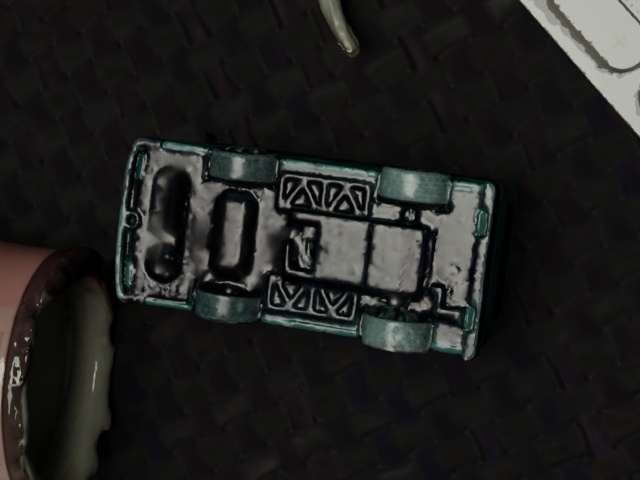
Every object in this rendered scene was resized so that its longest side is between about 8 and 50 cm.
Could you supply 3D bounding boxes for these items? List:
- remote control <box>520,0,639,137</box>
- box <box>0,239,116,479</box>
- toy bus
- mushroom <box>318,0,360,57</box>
[{"bbox_3d":[0.111,-0.129,0.725,0.077,0.022,0.245,-43,79,17],"label":"remote control"},{"bbox_3d":[-0.172,0.059,0.790,0.135,0.151,0.151,4,96,14],"label":"box"},{"bbox_3d":[0.000,0.000,0.742,0.160,0.092,0.079,8,95,15],"label":"toy bus"},{"bbox_3d":[-0.029,-0.232,0.767,0.068,0.043,0.306,-32,83,38],"label":"mushroom"}]
